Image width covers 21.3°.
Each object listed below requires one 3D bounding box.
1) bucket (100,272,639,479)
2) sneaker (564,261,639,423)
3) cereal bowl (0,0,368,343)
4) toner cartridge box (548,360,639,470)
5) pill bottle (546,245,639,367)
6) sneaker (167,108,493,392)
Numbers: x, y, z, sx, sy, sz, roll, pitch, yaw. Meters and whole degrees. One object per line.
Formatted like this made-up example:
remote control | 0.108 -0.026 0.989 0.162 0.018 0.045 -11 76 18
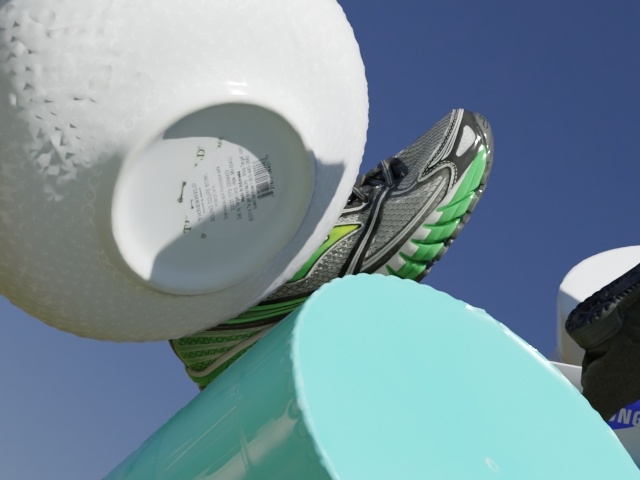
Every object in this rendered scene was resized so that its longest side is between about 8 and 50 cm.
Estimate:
bucket | 0.031 0.164 0.843 0.281 0.281 0.183 38 -61 -6
sneaker | 0.247 0.062 1.234 0.170 0.051 0.089 -34 -70 22
cereal bowl | -0.106 -0.063 1.234 0.339 0.339 0.141 55 -5 -40
toner cartridge box | 0.307 0.201 1.281 0.348 0.165 0.075 8 -11 37
pill bottle | 0.308 0.200 1.607 0.204 0.204 0.361 21 -50 35
sneaker | 0.000 0.000 1.421 0.146 0.343 0.134 50 14 -9
